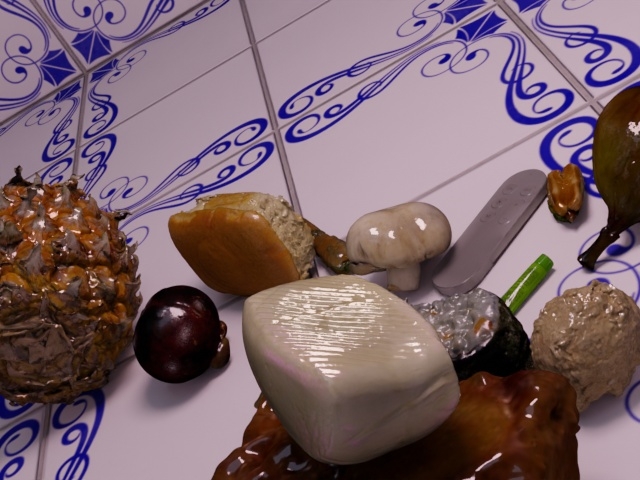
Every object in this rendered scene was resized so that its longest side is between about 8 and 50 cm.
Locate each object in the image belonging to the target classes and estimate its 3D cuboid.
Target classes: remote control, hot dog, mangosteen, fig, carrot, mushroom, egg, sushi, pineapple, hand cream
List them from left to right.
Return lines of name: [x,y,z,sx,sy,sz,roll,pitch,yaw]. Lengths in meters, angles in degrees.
pineapple: [-0.449,0.083,1.728,0.352,0.352,0.300,-30,31,6]
mangosteen: [-0.202,0.143,1.619,0.152,0.152,0.152,-24,31,16]
carrot: [0.000,0.000,1.721,0.049,0.049,0.254,-37,25,-6]
mushroom: [0.112,0.010,1.526,0.154,0.123,0.154,-12,-3,-1]
sushi: [0.147,0.143,1.283,0.225,0.126,0.136,-6,40,41]
remote control: [0.241,-0.014,1.523,0.077,0.022,0.245,7,48,51]
hand cream: [0.253,0.066,1.392,0.122,0.023,0.036,-45,43,-17]
hot dog: [0.337,-0.062,1.490,0.056,0.041,0.133,-21,24,20]
egg: [0.293,0.113,1.195,0.118,0.116,0.140,41,104,37]
fig: [0.401,-0.085,1.378,0.274,0.145,0.170,-58,28,-8]

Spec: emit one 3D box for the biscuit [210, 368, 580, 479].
biscuit: [0.053,0.298,1.102,0.395,0.166,0.343,-7,34,38]

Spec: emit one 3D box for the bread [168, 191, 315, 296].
bread: [-0.119,0.005,1.690,0.245,0.174,0.121,4,51,47]

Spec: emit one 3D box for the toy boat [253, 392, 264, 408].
toy boat: [-0.017,0.175,1.359,0.226,0.068,0.088,-49,24,49]

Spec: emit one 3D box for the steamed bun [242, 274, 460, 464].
steamed bun: [0.025,0.138,1.069,0.170,0.153,0.238,-14,28,-22]
